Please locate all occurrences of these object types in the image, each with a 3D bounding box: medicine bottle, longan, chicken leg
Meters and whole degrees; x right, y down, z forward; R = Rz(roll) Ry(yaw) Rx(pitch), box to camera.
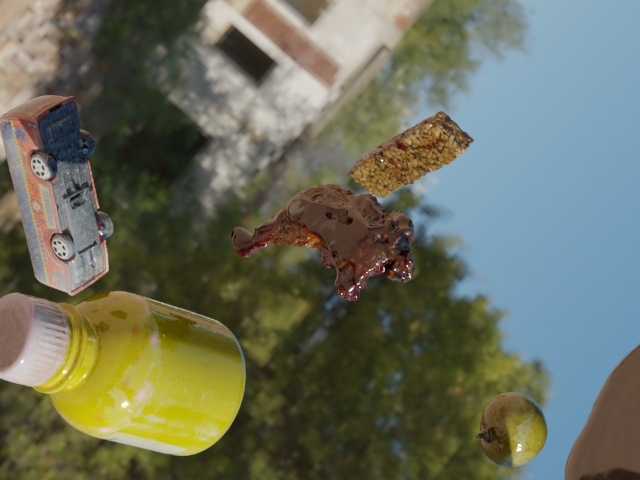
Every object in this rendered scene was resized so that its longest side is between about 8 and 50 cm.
[{"bbox_3d":[-0.172,0.099,1.292,0.122,0.212,0.122,-17,-117,38],"label":"medicine bottle"},{"bbox_3d":[0.182,0.186,1.551,0.083,0.075,0.075,-9,162,-34],"label":"longan"},{"bbox_3d":[0.004,-0.005,1.328,0.219,0.048,0.089,20,-102,47],"label":"chicken leg"}]

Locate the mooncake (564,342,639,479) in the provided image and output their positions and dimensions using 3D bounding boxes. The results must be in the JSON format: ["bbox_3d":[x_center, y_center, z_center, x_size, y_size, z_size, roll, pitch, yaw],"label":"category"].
[{"bbox_3d":[0.390,0.197,1.528,0.306,0.154,0.306,-45,-157,24],"label":"mooncake"}]

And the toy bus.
[{"bbox_3d":[-0.253,-0.045,1.518,0.077,0.192,0.065,12,-146,35],"label":"toy bus"}]

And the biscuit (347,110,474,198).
[{"bbox_3d":[0.106,-0.101,1.937,0.199,0.064,0.034,-31,-160,55],"label":"biscuit"}]
